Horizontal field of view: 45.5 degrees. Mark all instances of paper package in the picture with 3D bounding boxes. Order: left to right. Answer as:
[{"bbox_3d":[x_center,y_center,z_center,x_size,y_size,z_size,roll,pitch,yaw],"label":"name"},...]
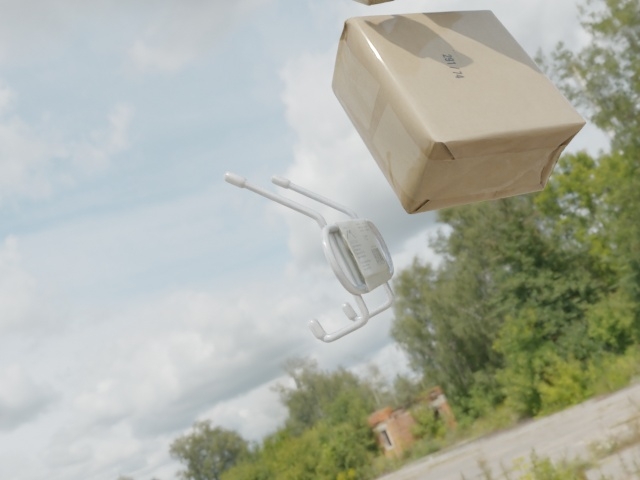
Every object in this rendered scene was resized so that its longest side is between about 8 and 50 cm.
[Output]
[{"bbox_3d":[0.224,-0.234,1.305,0.309,0.325,0.168,-11,-36,-23],"label":"paper package"}]

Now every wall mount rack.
[{"bbox_3d":[0.000,0.000,1.238,0.130,0.304,0.350,-28,-5,16],"label":"wall mount rack"}]

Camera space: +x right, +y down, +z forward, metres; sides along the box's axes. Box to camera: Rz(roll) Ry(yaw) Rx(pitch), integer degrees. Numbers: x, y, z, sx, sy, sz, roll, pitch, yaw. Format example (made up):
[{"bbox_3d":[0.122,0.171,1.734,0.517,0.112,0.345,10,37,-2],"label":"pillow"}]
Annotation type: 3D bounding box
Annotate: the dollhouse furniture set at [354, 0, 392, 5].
[{"bbox_3d":[0.098,-0.565,1.342,0.286,0.303,0.198,-21,-52,-31],"label":"dollhouse furniture set"}]
